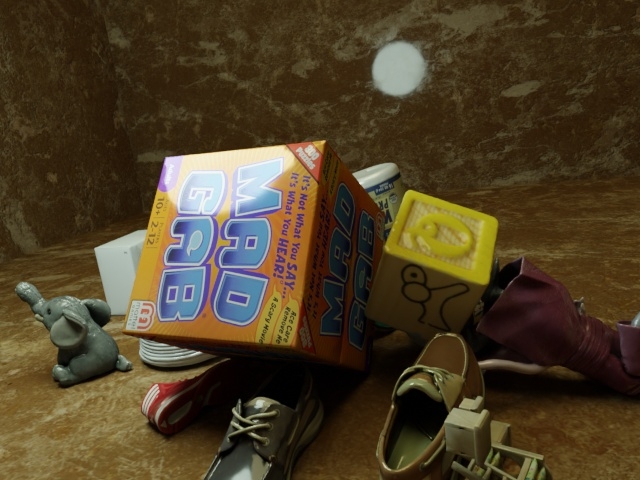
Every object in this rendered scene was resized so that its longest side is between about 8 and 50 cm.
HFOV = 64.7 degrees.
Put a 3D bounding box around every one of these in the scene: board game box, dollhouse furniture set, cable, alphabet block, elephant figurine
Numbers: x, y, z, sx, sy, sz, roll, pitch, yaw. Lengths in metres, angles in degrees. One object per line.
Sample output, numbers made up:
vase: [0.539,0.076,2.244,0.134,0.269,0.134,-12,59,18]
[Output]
board game box: [-0.102,0.055,1.024,0.356,0.356,0.356,-1,-20,25]
dollhouse furniture set: [0.250,0.266,0.670,0.101,0.161,0.182,3,18,35]
cable: [-0.325,0.228,1.271,0.257,0.089,0.257,-19,18,-40]
alphabet block: [0.211,0.054,0.978,0.192,0.197,0.193,19,46,7]
elephant figurine: [-0.581,0.203,1.192,0.186,0.239,0.169,-16,16,-33]

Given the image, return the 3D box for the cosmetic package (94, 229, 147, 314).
cosmetic package: [-0.587,0.098,1.649,0.138,0.224,0.225,-3,14,16]

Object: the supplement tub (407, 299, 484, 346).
supplement tub: [0.287,0.149,1.155,0.144,0.144,0.199,5,19,42]

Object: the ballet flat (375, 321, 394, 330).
ballet flat: [0.184,0.179,1.283,0.232,0.080,0.073,-17,-11,-42]

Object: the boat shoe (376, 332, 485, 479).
boat shoe: [0.165,0.243,0.741,0.122,0.120,0.324,-5,30,27]

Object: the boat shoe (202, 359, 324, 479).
boat shoe: [-0.099,0.301,0.776,0.132,0.130,0.355,-3,15,18]

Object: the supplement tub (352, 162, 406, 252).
supplement tub: [0.193,-0.076,1.684,0.228,0.316,0.228,-20,13,5]

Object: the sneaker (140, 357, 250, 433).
sneaker: [-0.257,0.287,1.014,0.128,0.087,0.221,7,19,42]

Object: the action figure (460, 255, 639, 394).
action figure: [0.447,0.180,0.870,0.370,0.248,0.276,23,67,14]
